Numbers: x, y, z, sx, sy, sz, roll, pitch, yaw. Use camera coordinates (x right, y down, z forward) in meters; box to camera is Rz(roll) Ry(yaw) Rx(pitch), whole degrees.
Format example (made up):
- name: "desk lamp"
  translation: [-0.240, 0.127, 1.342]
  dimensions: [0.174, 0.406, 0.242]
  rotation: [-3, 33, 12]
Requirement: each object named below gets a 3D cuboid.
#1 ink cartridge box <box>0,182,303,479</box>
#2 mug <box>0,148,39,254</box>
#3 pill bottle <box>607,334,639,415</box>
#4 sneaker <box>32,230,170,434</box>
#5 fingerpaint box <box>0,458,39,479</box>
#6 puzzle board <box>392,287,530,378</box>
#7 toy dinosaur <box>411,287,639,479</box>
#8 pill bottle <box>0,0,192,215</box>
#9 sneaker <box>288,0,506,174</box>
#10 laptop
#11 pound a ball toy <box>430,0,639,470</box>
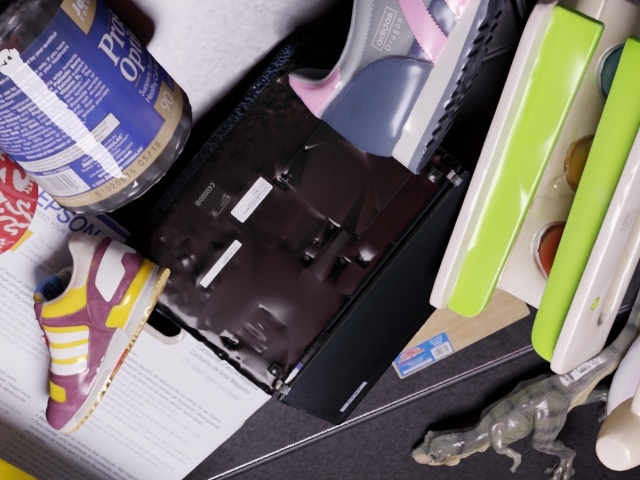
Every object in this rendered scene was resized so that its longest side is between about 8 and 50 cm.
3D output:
- name: "ink cartridge box"
  translation: [-0.234, 0.119, 1.583]
  dimensions: [0.330, 0.071, 0.324]
  rotation: [-43, 130, 8]
- name: "mug"
  translation: [-0.294, -0.049, 1.381]
  dimensions: [0.150, 0.113, 0.169]
  rotation: [-11, 161, 24]
- name: "pill bottle"
  translation: [0.405, 0.189, 1.711]
  dimensions: [0.169, 0.301, 0.169]
  rotation: [-27, 139, -26]
- name: "sneaker"
  translation: [-0.181, 0.066, 1.488]
  dimensions: [0.084, 0.069, 0.185]
  rotation: [30, 126, -3]
- name: "fingerpaint box"
  translation: [-0.349, 0.341, 1.581]
  dimensions: [0.445, 0.163, 0.371]
  rotation: [-25, 137, 29]
- name: "puzzle board"
  translation: [0.108, 0.060, 1.707]
  dimensions: [0.128, 0.011, 0.096]
  rotation: [-27, 134, 3]
- name: "toy dinosaur"
  translation: [0.216, 0.154, 1.797]
  dimensions: [0.268, 0.064, 0.118]
  rotation: [-36, 125, 6]
- name: "pill bottle"
  translation: [-0.196, -0.126, 1.349]
  dimensions: [0.123, 0.123, 0.219]
  rotation: [-35, 127, 10]
- name: "sneaker"
  translation: [0.078, -0.212, 1.404]
  dimensions: [0.131, 0.112, 0.319]
  rotation: [26, 104, 9]
- name: "laptop"
  translation: [0.000, 0.000, 1.572]
  dimensions: [0.264, 0.136, 0.234]
  rotation: [38, 92, -14]
- name: "pound a ball toy"
  translation: [0.228, -0.012, 1.538]
  dimensions: [0.136, 0.208, 0.319]
  rotation: [-25, 138, -55]
